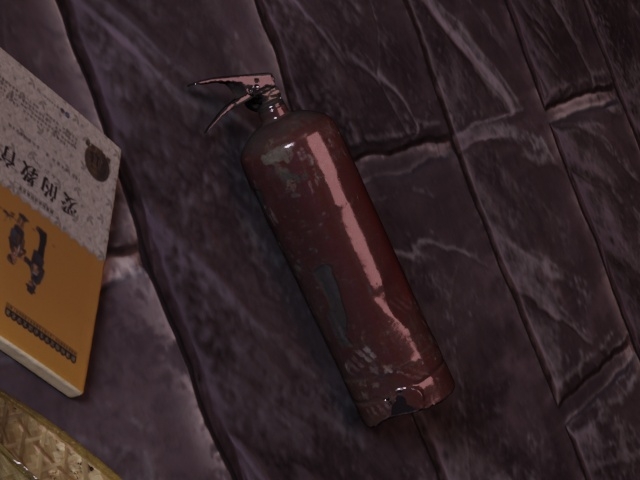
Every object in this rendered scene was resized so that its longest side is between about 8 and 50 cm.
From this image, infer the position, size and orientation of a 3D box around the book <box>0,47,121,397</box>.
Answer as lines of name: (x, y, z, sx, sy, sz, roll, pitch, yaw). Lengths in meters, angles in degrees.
book: (-0.158, -0.014, 0.889, 0.118, 0.012, 0.172, 42, 39, -41)

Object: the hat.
hat: (-0.138, 0.136, 0.788, 0.146, 0.067, 0.146, 40, -1, 1)

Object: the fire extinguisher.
fire extinguisher: (0.000, 0.000, 1.106, 0.089, 0.072, 0.267, -31, 102, -28)
